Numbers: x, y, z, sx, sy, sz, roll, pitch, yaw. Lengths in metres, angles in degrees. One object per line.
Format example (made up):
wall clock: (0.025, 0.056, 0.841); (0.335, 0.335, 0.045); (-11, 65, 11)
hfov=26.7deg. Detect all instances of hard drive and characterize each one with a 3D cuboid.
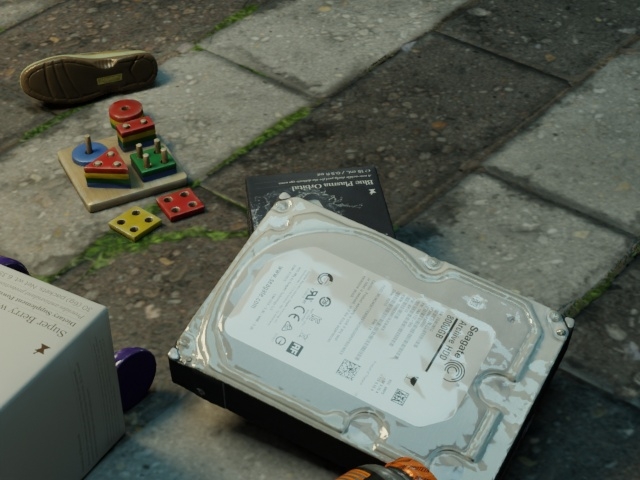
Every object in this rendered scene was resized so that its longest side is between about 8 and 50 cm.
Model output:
hard drive: (0.052, 0.108, 1.339); (0.339, 0.064, 0.237); (25, 58, 15)

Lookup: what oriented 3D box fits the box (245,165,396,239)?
box: (0.000, 0.000, 1.532); (0.156, 0.093, 0.158); (-6, 40, -6)

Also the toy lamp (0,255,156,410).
toy lamp: (-0.293, 0.086, 1.444); (0.275, 0.080, 0.080); (27, 46, 30)

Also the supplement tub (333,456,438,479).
supplement tub: (0.019, 0.270, 1.168); (0.190, 0.117, 0.117); (-25, 44, -27)

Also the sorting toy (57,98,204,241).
sorting toy: (-0.250, -0.100, 1.704); (0.132, 0.046, 0.274); (-17, 41, -19)

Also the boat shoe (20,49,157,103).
boat shoe: (-0.325, -0.232, 1.868); (0.190, 0.068, 0.072); (-7, 25, -23)

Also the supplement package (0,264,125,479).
supplement package: (-0.342, 0.180, 1.245); (0.178, 0.175, 0.293); (19, 43, 23)
